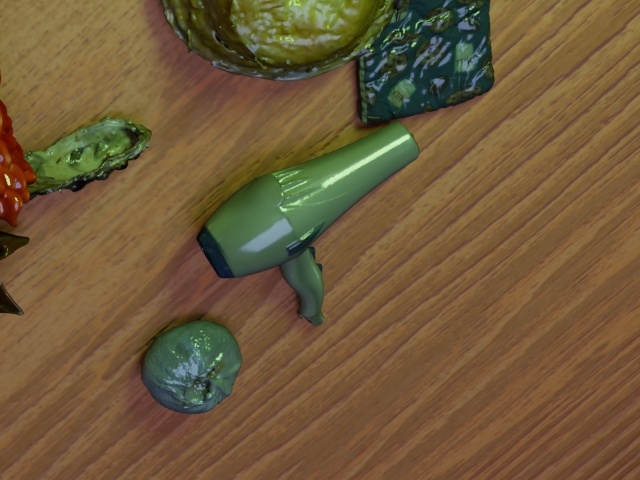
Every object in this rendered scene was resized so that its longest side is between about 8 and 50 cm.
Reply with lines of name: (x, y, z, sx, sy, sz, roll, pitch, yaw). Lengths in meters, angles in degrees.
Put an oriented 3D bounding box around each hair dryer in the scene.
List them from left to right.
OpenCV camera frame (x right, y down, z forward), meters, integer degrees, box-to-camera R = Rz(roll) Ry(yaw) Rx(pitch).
hair dryer: (0.018, -0.031, 1.811, 0.296, 0.119, 0.298, -42, 145, 9)

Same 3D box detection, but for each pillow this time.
pillow: (0.126, -0.265, 1.716, 0.188, 0.034, 0.256, -19, 129, -13)

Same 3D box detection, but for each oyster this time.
oyster: (-0.274, -0.090, 1.619, 0.177, 0.105, 0.056, -35, 122, -26)

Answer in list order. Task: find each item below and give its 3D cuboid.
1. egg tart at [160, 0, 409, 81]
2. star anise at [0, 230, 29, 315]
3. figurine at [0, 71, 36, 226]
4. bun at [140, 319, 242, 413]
egg tart: (-0.032, -0.285, 1.550, 0.294, 0.116, 0.295, -6, 125, -9)
star anise: (-0.433, 0.021, 1.617, 0.196, 0.111, 0.212, -41, 96, -16)
figurine: (-0.468, -0.058, 1.425, 0.306, 0.241, 0.412, 35, 89, -28)
bun: (-0.169, 0.175, 1.878, 0.140, 0.083, 0.141, -11, 126, -16)
